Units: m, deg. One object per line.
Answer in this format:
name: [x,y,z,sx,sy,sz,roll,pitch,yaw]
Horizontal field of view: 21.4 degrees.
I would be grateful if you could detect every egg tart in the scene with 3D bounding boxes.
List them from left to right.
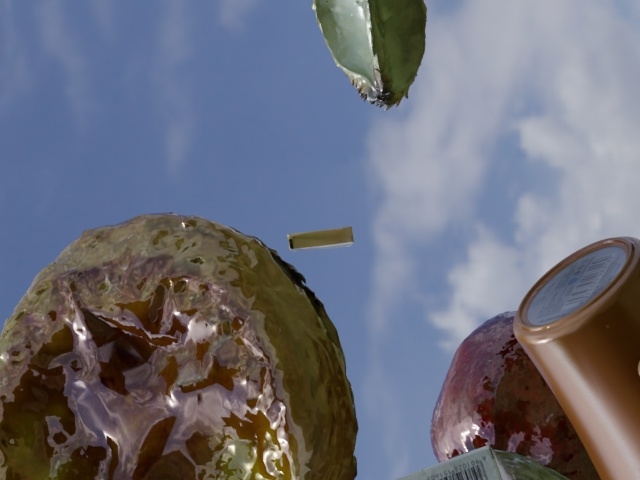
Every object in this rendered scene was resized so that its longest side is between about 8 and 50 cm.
egg tart: [-0.146,0.190,1.695,0.178,0.443,0.443,10,-101,-63]

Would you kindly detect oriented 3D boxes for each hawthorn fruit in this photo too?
hawthorn fruit: [0.278,0.193,2.069,0.300,0.254,0.254,-53,-45,-38]

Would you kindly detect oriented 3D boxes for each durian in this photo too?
durian: [0.052,-0.275,2.046,0.139,0.144,0.252,-75,-15,-57]

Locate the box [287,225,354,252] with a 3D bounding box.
box: [0.000,0.000,1.906,0.149,0.073,0.020,69,-166,-89]

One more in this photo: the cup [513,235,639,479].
cup: [0.289,0.138,1.400,0.264,0.182,0.226,51,180,-15]

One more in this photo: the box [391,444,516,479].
box: [0.076,0.212,1.310,0.100,0.152,0.048,51,-163,-63]

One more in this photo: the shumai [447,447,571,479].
shumai: [0.197,0.323,1.607,0.225,0.222,0.260,44,-107,-19]
